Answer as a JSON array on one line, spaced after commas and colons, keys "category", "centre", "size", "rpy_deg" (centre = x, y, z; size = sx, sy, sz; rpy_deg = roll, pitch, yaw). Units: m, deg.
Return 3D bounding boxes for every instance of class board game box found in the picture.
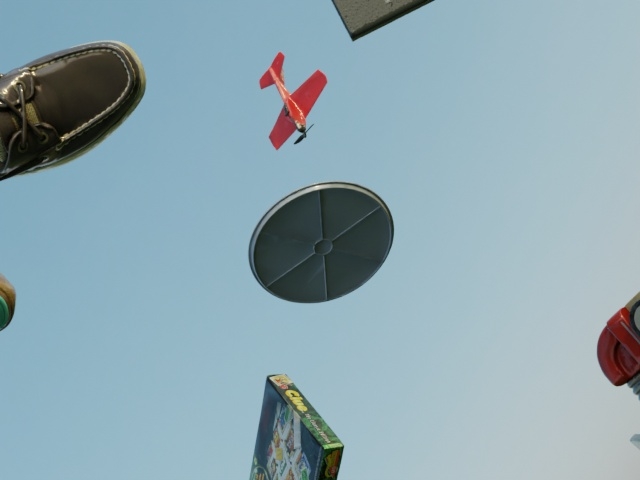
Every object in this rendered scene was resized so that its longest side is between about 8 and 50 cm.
[{"category": "board game box", "centre": [-0.037, 0.287, 1.305], "size": [0.030, 0.136, 0.259], "rpy_deg": [-7, -59, -31]}]

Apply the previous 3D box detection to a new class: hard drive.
[{"category": "hard drive", "centre": [0.083, -0.349, 1.702], "size": [0.135, 0.094, 0.022], "rpy_deg": [-26, -11, 2]}]

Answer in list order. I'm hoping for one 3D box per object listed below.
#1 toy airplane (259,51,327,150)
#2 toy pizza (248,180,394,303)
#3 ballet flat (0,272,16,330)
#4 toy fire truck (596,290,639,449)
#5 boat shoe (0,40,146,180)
[{"category": "toy airplane", "centre": [-0.046, -0.203, 1.712], "size": [0.028, 0.151, 0.151], "rpy_deg": [4, -62, -36]}, {"category": "toy pizza", "centre": [0.000, 0.000, 1.621], "size": [0.201, 0.032, 0.201], "rpy_deg": [-9, -51, -12]}, {"category": "ballet flat", "centre": [-0.582, 0.088, 1.632], "size": [0.342, 0.124, 0.116], "rpy_deg": [-11, -62, -10]}, {"category": "toy fire truck", "centre": [0.446, 0.197, 1.582], "size": [0.158, 0.217, 0.246], "rpy_deg": [-16, -29, -50]}, {"category": "boat shoe", "centre": [-0.299, -0.104, 1.148], "size": [0.285, 0.103, 0.092], "rpy_deg": [-23, 6, 0]}]
